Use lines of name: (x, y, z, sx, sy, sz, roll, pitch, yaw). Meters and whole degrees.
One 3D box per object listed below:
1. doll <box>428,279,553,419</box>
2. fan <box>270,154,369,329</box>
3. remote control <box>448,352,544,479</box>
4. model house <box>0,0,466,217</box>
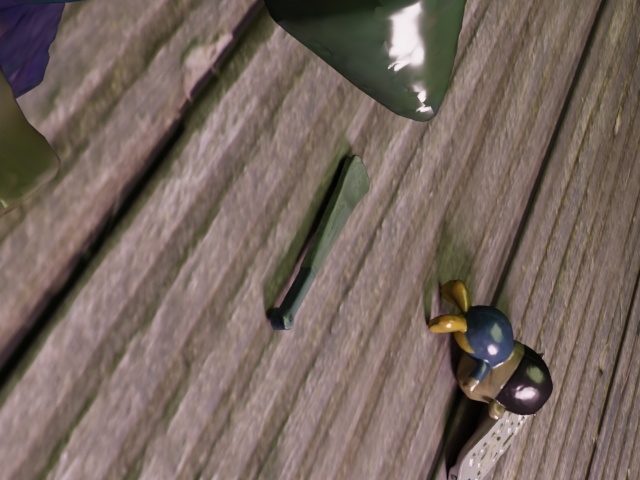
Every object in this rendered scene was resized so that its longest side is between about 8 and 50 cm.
doll: (0.166, 0.117, 1.258, 0.179, 0.089, 0.102, 47, 44, -23)
fan: (0.000, 0.000, 0.975, 0.193, 0.016, 0.038, -62, 141, -45)
remote control: (0.187, 0.188, 1.340, 0.229, 0.044, 0.073, -39, 145, -49)
model house: (-0.123, -0.126, 0.381, 0.245, 0.312, 0.280, -56, 137, -53)
